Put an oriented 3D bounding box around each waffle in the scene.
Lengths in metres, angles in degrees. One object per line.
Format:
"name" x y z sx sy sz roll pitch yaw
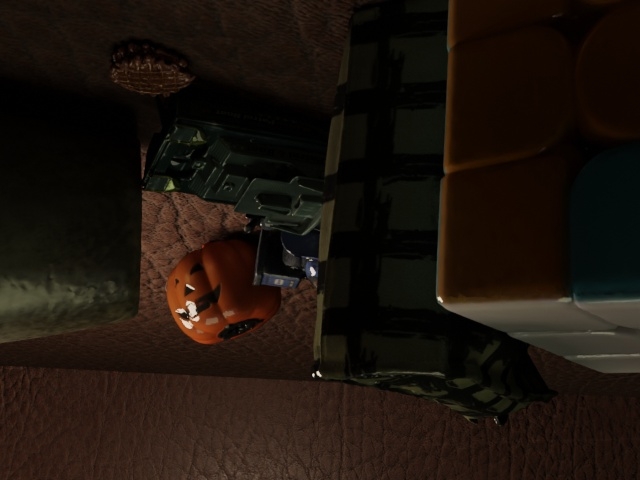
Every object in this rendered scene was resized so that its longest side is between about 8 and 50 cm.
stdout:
"waffle" -0.167 -0.165 0.886 0.083 0.029 0.075 16 161 -42

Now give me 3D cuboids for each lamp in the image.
"lamp" -0.161 0.076 1.492 0.188 0.164 0.187 -20 163 -6

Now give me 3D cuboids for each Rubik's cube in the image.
"Rubik's cube" 0.280 -0.068 0.644 0.291 0.291 0.290 -8 161 37

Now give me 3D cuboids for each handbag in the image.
"handbag" 0.128 -0.004 0.838 0.162 0.325 0.327 -2 163 26

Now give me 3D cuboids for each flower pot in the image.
"flower pot" -0.369 -0.013 1.012 0.330 0.293 0.293 2 165 -12

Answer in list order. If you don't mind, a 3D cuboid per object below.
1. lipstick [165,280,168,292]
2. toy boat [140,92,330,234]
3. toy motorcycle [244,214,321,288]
"lipstick" -0.281 0.109 1.839 0.040 0.040 0.141 3 165 4
"toy boat" -0.045 -0.078 0.996 0.296 0.122 0.114 10 140 -28
"toy motorcycle" 0.000 0.000 1.248 0.213 0.125 0.358 7 163 -5
